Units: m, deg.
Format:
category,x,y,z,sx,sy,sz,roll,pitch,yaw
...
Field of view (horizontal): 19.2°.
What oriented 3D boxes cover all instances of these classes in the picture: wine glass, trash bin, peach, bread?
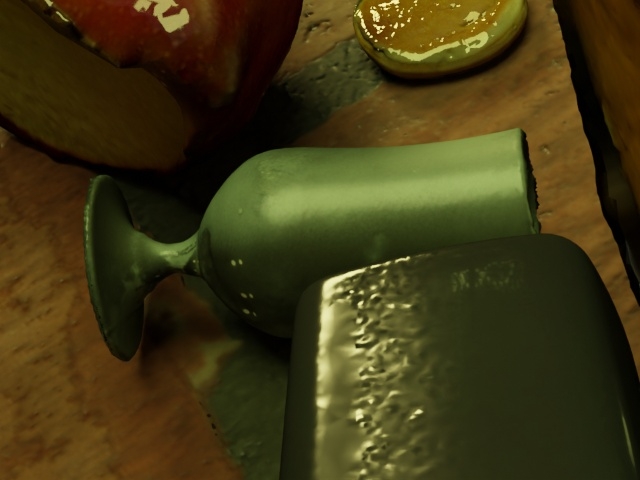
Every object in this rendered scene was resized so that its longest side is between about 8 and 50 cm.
category,x,y,z,sx,sy,sz,roll,pitch,yaw
wine glass,0.000,0.000,0.992,0.231,0.103,0.103,-7,45,8
trash bin,0.068,0.152,0.744,0.182,0.209,0.290,-13,38,10
peach,-0.126,-0.183,1.100,0.361,0.258,0.201,27,65,42
bread,0.074,-0.138,1.157,0.110,0.024,0.110,-10,45,11

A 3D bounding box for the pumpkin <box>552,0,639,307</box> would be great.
category,x,y,z,sx,sy,sz,roll,pitch,yaw
pumpkin,0.243,-0.045,0.842,0.225,0.256,0.303,-15,67,-1
